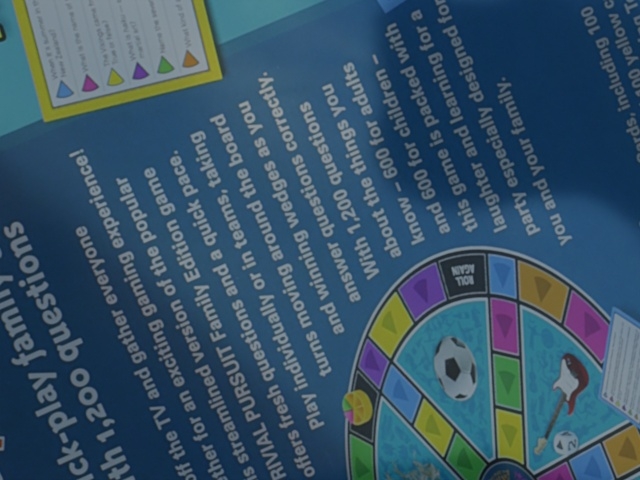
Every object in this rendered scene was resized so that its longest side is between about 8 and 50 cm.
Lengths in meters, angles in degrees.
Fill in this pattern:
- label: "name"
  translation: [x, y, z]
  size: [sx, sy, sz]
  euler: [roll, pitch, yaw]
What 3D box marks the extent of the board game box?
- label: "board game box"
  translation: [0.000, 0.000, 0.405]
  size: [0.079, 0.336, 0.254]
  euler: [-157, -136, -79]
